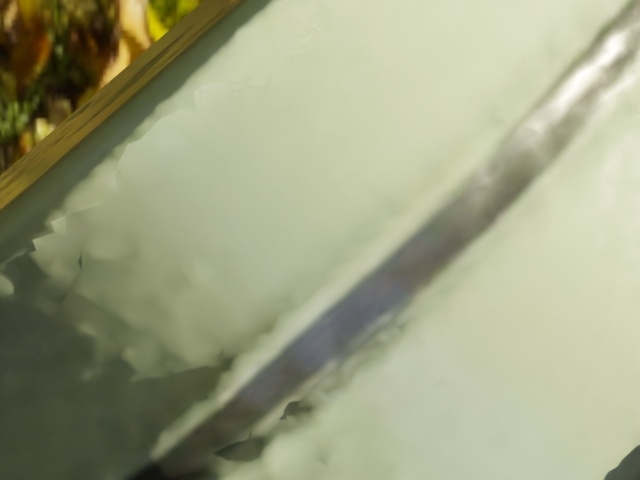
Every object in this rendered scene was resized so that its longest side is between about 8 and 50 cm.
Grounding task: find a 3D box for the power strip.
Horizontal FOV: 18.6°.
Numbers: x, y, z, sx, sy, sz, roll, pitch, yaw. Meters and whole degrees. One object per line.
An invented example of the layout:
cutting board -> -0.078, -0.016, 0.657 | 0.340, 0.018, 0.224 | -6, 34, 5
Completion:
power strip -> 0.000, 0.000, 0.589 | 0.357, 0.357, 0.161 | -44, 99, -23
